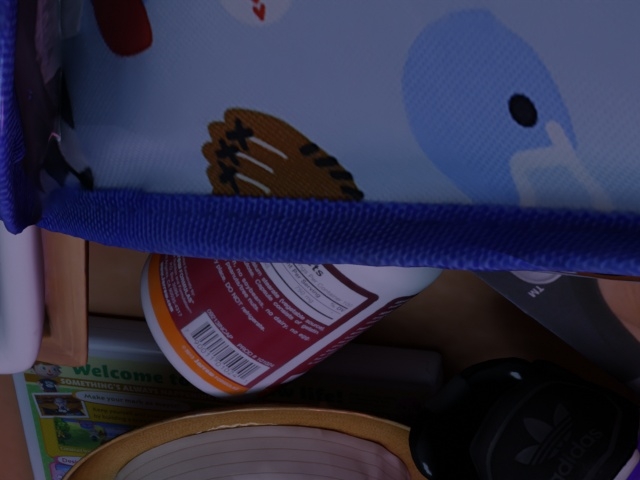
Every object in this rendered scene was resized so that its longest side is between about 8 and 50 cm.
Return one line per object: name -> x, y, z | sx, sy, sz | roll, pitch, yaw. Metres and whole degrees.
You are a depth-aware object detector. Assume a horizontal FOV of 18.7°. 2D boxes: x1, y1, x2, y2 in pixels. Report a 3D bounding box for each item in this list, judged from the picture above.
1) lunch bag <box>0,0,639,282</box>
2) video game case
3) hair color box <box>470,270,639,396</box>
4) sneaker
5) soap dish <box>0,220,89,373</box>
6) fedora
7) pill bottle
lunch bag -> 0.039, -0.153, 0.487 | 0.385, 0.239, 0.328 | 8, 97, 47
video game case -> -0.042, 0.122, 0.973 | 0.212, 0.023, 0.193 | 5, 129, 12
hair color box -> 0.177, -0.029, 0.733 | 0.374, 0.113, 0.185 | 36, 128, -15
sneaker -> 0.107, 0.112, 0.834 | 0.146, 0.102, 0.293 | 38, 169, 11
soap dish -> -0.198, -0.092, 0.780 | 0.229, 0.118, 0.291 | 10, 130, 7
fedora -> -0.025, 0.143, 0.884 | 0.194, 0.079, 0.194 | -2, 146, -1
pill bottle -> 0.000, 0.000, 0.822 | 0.086, 0.086, 0.152 | 41, 127, -18
